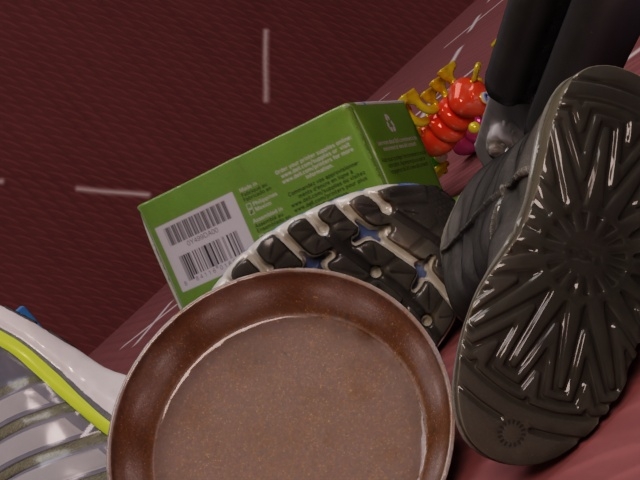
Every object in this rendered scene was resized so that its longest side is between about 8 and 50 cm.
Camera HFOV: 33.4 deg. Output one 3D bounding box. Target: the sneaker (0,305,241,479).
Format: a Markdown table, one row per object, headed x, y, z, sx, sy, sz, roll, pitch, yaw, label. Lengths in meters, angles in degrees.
| x | y | z | sx | sy | sz | roll | pitch | yaw | label |
| --- | --- | --- | --- | --- | --- | --- | --- | --- | --- |
| -0.160 | 0.120 | 0.583 | 0.121 | 0.300 | 0.111 | -58 | -25 | -27 | sneaker |

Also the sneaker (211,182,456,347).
| x | y | z | sx | sy | sz | roll | pitch | yaw | label |
| --- | --- | --- | --- | --- | --- | --- | --- | --- | --- |
| -0.041 | 0.071 | 0.712 | 0.330 | 0.130 | 0.147 | -39 | 11 | 14 | sneaker |

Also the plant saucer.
| x | y | z | sx | sy | sz | roll | pitch | yaw | label |
| --- | --- | --- | --- | --- | --- | --- | --- | --- | --- |
| -0.018 | 0.093 | 0.508 | 0.168 | 0.168 | 0.029 | -42 | -31 | -10 | plant saucer |

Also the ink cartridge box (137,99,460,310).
| x | y | z | sx | sy | sz | roll | pitch | yaw | label |
| --- | --- | --- | --- | --- | --- | --- | --- | --- | --- |
| 0.004 | -0.034 | 0.858 | 0.189 | 0.097 | 0.255 | -24 | 0 | 23 | ink cartridge box |

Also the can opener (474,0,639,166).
| x | y | z | sx | sy | sz | roll | pitch | yaw | label |
| --- | --- | --- | --- | --- | --- | --- | --- | --- | --- |
| 0.149 | -0.102 | 0.619 | 0.095 | 0.076 | 0.283 | -30 | -20 | -15 | can opener |

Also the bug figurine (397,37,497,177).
| x | y | z | sx | sy | sz | roll | pitch | yaw | label |
| --- | --- | --- | --- | --- | --- | --- | --- | --- | --- |
| 0.146 | -0.126 | 0.996 | 0.279 | 0.072 | 0.216 | -39 | -8 | -39 | bug figurine |

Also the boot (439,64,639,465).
| x | y | z | sx | sy | sz | roll | pitch | yaw | label |
| --- | --- | --- | --- | --- | --- | --- | --- | --- | --- |
| 0.092 | 0.020 | 0.532 | 0.189 | 0.076 | 0.208 | -66 | 6 | -14 | boot |

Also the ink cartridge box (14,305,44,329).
| x | y | z | sx | sy | sz | roll | pitch | yaw | label |
| --- | --- | --- | --- | --- | --- | --- | --- | --- | --- |
| -0.209 | 0.163 | 0.774 | 0.082 | 0.190 | 0.139 | -37 | 9 | 22 | ink cartridge box |
